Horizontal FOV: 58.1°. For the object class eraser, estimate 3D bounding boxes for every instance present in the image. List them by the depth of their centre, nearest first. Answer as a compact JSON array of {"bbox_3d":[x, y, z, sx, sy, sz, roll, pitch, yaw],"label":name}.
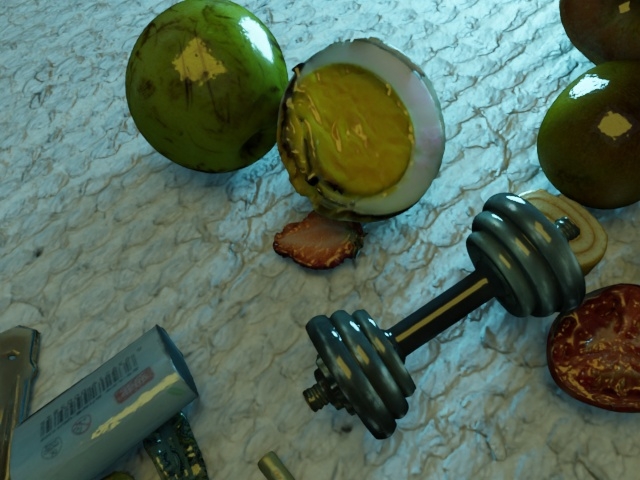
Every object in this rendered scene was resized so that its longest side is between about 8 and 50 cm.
[{"bbox_3d":[-0.283,0.224,0.763,0.227,0.081,0.174,-38,23,-12],"label":"eraser"}]

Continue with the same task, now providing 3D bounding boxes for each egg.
[{"bbox_3d":[0.049,-0.154,0.916,0.264,0.174,0.287,7,75,-17],"label":"egg"}]

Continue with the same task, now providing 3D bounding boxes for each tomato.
[{"bbox_3d":[0.374,0.146,0.751,0.174,0.082,0.167,-4,61,2],"label":"tomato"}]

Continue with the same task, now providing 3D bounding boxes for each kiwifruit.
[{"bbox_3d":[0.439,-0.162,0.855,0.234,0.196,0.196,-39,63,-20],"label":"kiwifruit"}]

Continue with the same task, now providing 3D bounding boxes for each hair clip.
[{"bbox_3d":[-0.178,0.305,0.751,0.066,0.036,0.229,-14,45,-31],"label":"hair clip"}]

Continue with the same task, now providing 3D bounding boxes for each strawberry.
[{"bbox_3d":[0.001,0.001,0.904,0.152,0.048,0.104,-1,67,17],"label":"strawberry"}]

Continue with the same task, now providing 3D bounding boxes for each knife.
[{"bbox_3d":[-0.440,0.287,0.805,0.089,0.043,0.366,7,53,-27],"label":"knife"}]

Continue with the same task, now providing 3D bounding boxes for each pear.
[{"bbox_3d":[-0.176,-0.247,0.949,0.283,0.284,0.284,-3,61,6],"label":"pear"}]

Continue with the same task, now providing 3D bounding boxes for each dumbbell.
[{"bbox_3d":[0.154,0.092,0.733,0.406,0.179,0.179,-33,62,-2],"label":"dumbbell"}]

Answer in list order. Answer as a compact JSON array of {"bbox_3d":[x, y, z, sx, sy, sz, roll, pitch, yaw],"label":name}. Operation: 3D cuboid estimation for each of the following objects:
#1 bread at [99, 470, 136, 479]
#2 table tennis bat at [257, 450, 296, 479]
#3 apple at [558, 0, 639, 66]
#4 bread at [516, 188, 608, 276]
[{"bbox_3d":[-0.289,0.421,0.594,0.233,0.245,0.362,35,68,11],"label":"bread"},{"bbox_3d":[0.002,0.363,0.716,0.131,0.022,0.234,-40,65,-14],"label":"table tennis bat"},{"bbox_3d":[0.571,-0.415,0.899,0.304,0.339,0.338,-30,60,-26],"label":"apple"},{"bbox_3d":[0.342,-0.008,0.853,0.122,0.073,0.149,-33,64,-17],"label":"bread"}]
